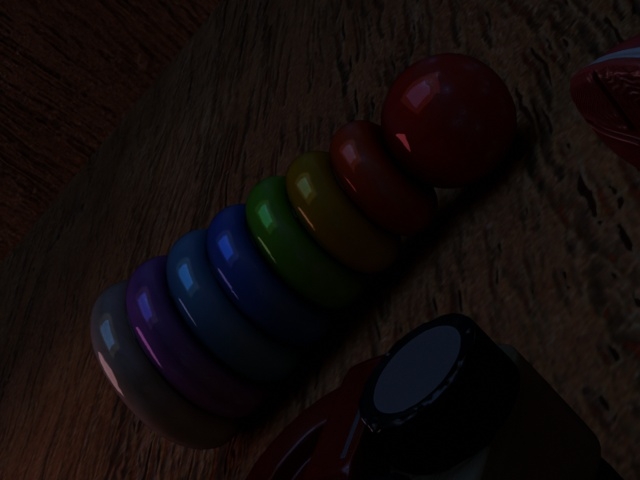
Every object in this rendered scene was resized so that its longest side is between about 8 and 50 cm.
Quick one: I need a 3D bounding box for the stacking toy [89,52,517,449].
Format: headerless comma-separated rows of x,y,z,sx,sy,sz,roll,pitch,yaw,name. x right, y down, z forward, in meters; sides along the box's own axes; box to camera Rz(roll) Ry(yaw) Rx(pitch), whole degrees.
0.000,0.000,1.077,0.330,0.141,0.141,-39,18,19,stacking toy

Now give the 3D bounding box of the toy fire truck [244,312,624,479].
-0.002,0.176,0.626,0.246,0.158,0.217,-25,29,40,toy fire truck

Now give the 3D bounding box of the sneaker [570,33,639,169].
0.220,-0.093,0.716,0.128,0.087,0.221,-48,24,-20,sneaker
